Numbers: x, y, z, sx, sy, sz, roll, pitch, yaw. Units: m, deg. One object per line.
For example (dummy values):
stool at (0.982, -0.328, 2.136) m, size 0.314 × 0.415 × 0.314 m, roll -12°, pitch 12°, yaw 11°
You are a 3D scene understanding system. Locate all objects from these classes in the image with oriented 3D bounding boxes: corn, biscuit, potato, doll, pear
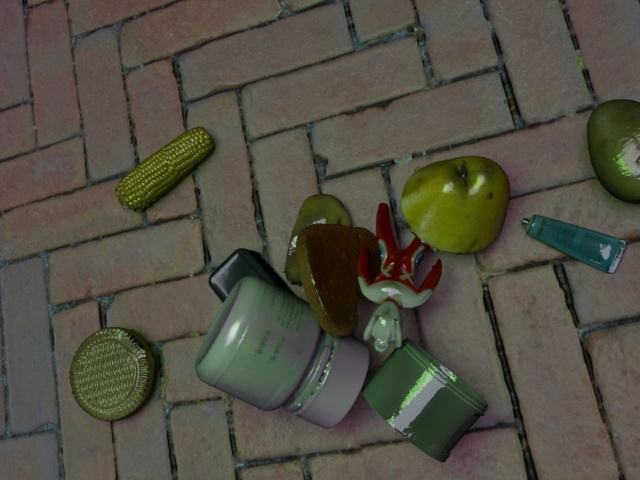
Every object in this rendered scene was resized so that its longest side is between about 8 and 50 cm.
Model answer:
corn at (-0.420, -0.195, 1.620) m, size 0.305 × 0.106 × 0.106 m, roll -37°, pitch 72°, yaw 6°
biscuit at (0.057, 0.087, 1.357) m, size 0.052 × 0.277 × 0.262 m, roll -30°, pitch 70°, yaw 38°
potato at (0.669, -0.201, 1.294) m, size 0.175 × 0.159 × 0.251 m, roll -17°, pitch 65°, yaw -12°
doll at (0.171, 0.076, 1.334) m, size 0.189 × 0.099 × 0.383 m, roll 9°, pitch 52°, yaw 13°
biscuit at (-0.543, 0.346, 1.564) m, size 0.259 × 0.079 × 0.258 m, roll -3°, pitch 78°, yaw 15°
potato at (0.000, 0.000, 1.473) m, size 0.138 × 0.098 × 0.243 m, roll 12°, pitch 84°, yaw 15°
pear at (0.325, -0.106, 1.317) m, size 0.267 × 0.178 × 0.266 m, roll 5°, pitch 68°, yaw -12°

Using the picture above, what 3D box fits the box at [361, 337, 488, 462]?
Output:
box at (0.221, 0.335, 1.277) m, size 0.226 × 0.226 × 0.149 m, roll 39°, pitch 92°, yaw 18°

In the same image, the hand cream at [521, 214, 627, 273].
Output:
hand cream at (0.562, -0.004, 1.349) m, size 0.224 × 0.048 × 0.083 m, roll 24°, pitch 87°, yaw 12°

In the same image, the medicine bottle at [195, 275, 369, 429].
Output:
medicine bottle at (-0.082, 0.250, 1.320) m, size 0.325 × 0.256 × 0.256 m, roll 28°, pitch 88°, yaw -13°

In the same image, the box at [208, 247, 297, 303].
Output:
box at (-0.172, 0.125, 1.498) m, size 0.144 × 0.090 × 0.201 m, roll -44°, pitch 72°, yaw 5°
